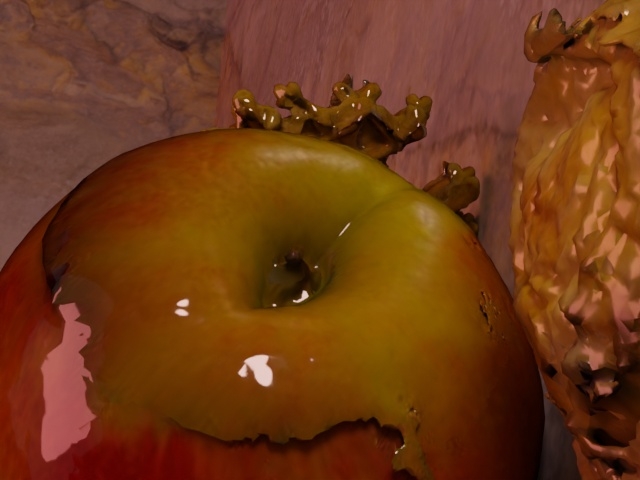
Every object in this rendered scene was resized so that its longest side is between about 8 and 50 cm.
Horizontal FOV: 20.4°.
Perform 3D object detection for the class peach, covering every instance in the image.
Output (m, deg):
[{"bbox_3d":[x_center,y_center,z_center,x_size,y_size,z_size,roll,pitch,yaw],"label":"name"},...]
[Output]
[{"bbox_3d":[-0.042,0.119,1.054,0.370,0.370,0.370,-172,90,-80],"label":"peach"}]

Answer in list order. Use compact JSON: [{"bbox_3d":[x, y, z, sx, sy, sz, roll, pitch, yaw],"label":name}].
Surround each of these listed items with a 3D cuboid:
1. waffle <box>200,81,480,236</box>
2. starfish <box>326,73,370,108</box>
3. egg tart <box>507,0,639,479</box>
[{"bbox_3d":[0.000,0.000,1.235,0.051,0.231,0.229,-119,37,-59],"label":"waffle"},{"bbox_3d":[0.017,-0.097,1.773,0.208,0.053,0.176,-101,30,-45],"label":"starfish"},{"bbox_3d":[0.141,-0.018,0.789,0.291,0.107,0.291,-172,90,-80],"label":"egg tart"}]
